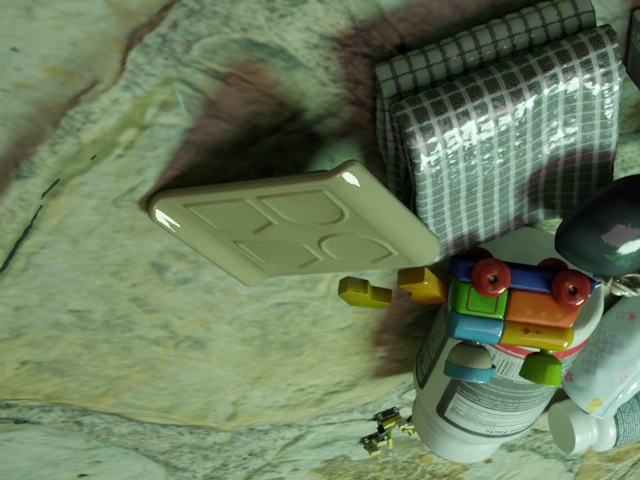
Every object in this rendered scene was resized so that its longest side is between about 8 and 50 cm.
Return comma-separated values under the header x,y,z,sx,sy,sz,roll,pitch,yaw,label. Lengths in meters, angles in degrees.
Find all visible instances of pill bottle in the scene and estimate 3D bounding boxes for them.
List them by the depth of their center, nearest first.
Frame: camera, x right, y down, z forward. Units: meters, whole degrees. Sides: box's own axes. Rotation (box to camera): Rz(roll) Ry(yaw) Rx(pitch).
x,y,z,sx,sy,sz,roll,pitch,yaw,label
0.217,0.144,1.670,0.176,0.176,0.318,-11,145,-24,pill bottle
0.454,0.270,2.087,0.180,0.108,0.108,-14,146,-20,pill bottle

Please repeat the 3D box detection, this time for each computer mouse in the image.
x,y,z,sx,sy,sz,roll,pitch,yaw,label
0.358,-0.022,1.417,0.272,0.072,0.188,-14,151,-42,computer mouse

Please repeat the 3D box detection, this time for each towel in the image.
x,y,z,sx,sy,sz,roll,pitch,yaw,label
0.183,-0.098,1.354,0.235,0.121,0.284,-23,148,-5,towel

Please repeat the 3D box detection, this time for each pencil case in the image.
x,y,z,sx,sy,sz,roll,pitch,yaw,label
0.459,0.135,1.885,0.113,0.124,0.273,9,134,-44,pencil case

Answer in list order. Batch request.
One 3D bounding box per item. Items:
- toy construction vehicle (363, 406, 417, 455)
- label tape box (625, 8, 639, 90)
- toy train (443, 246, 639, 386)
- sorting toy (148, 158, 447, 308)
x,y,z,sx,sy,sz,roll,pitch,yaw,label
0.111,0.273,1.910,0.098,0.035,0.086,-19,147,-12,toy construction vehicle
0.496,-0.129,1.336,0.240,0.334,0.106,-22,148,-8,label tape box
0.258,0.095,1.459,0.248,0.105,0.143,8,97,-5,toy train
0.000,0.000,1.364,0.229,0.041,0.307,-9,153,27,sorting toy
